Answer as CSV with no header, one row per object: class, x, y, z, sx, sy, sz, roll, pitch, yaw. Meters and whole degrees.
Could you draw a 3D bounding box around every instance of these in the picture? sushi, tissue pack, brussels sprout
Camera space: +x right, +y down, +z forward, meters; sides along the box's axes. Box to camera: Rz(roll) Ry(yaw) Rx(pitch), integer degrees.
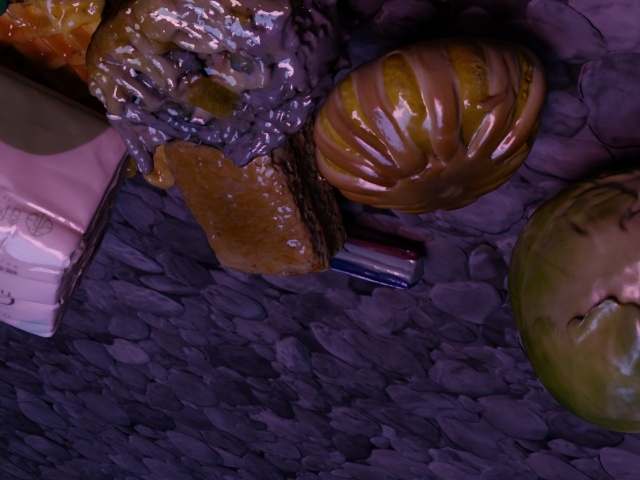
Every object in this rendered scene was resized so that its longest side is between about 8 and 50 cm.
sushi,-0.093,-0.167,1.220,0.184,0.139,0.274,37,148,-20
tissue pack,-0.387,-0.073,1.419,0.356,0.194,0.266,26,157,-4
brussels sprout,0.270,0.048,1.212,0.244,0.244,0.244,19,150,11

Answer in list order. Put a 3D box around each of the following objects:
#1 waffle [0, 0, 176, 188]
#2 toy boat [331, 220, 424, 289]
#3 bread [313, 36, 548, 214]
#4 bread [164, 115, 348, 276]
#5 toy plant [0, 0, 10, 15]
waffle,-0.273,-0.165,1.450,0.312,0.060,0.307,15,149,16
toy boat,0.000,0.000,1.504,0.229,0.080,0.046,18,116,20
bread,0.092,-0.087,1.175,0.213,0.105,0.213,-8,161,-3
bread,-0.060,-0.048,1.396,0.138,0.102,0.196,8,134,29
toy plant,-0.359,-0.261,1.308,0.200,0.105,0.143,4,140,39
